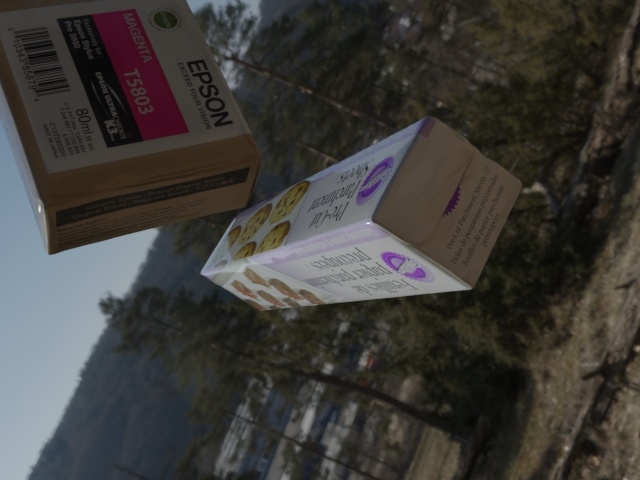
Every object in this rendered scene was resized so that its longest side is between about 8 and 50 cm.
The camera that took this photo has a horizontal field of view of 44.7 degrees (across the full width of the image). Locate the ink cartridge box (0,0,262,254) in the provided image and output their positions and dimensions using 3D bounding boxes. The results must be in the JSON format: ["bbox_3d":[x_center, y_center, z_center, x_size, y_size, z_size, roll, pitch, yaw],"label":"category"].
[{"bbox_3d":[-0.187,-0.125,0.706,0.235,0.193,0.088,63,154,21],"label":"ink cartridge box"}]

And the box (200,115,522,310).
[{"bbox_3d":[0.000,0.000,0.507,0.067,0.063,0.324,-61,16,-16],"label":"box"}]
